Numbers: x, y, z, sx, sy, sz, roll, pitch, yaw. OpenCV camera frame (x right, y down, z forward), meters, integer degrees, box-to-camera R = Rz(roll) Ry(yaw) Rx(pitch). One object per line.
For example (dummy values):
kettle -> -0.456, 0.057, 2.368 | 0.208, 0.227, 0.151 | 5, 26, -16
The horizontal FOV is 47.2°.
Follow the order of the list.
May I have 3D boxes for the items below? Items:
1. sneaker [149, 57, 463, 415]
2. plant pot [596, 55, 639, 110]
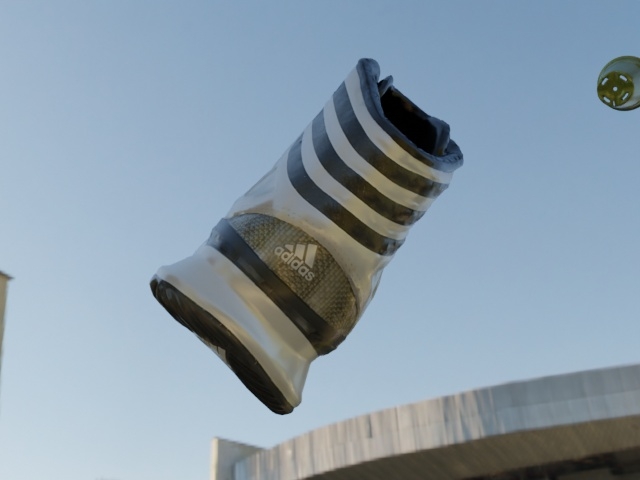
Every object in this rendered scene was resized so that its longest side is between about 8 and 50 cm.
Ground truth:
sneaker -> 0.001, 0.001, 0.646 | 0.169, 0.257, 0.447 | 45, -10, -4
plant pot -> 0.444, -0.228, 1.085 | 0.083, 0.083, 0.079 | -27, 1, 38
